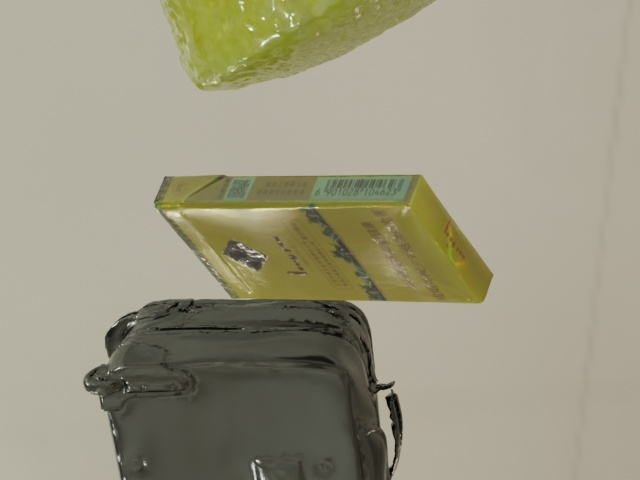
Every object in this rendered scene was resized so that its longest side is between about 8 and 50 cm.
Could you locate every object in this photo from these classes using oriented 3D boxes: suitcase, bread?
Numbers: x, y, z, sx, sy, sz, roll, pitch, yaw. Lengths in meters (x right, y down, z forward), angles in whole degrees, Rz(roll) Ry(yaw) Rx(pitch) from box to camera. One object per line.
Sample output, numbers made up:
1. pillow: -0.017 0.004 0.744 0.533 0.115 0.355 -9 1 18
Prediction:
1. suitcase: -0.075 0.240 2.265 0.188 0.339 0.345 -68 -25 -60
2. bread: -0.019 -0.331 1.933 0.348 0.348 0.307 -162 48 -85

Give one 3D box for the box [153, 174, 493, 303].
1. box: 0.001 0.000 1.785 0.153 0.279 0.041 51 -129 -43
